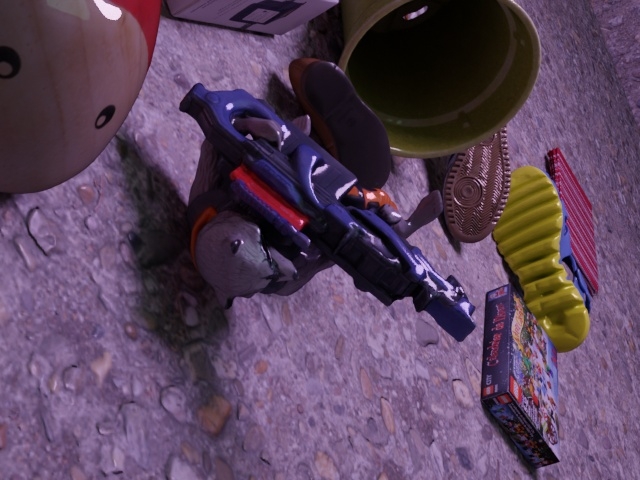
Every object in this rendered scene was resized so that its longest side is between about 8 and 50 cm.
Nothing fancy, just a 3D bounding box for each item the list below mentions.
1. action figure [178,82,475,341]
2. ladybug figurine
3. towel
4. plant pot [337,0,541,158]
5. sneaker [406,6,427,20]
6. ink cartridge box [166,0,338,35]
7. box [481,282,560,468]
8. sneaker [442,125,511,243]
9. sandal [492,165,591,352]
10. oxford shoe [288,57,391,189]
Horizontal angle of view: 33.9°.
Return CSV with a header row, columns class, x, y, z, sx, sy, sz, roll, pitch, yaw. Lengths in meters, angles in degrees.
class,x,y,z,sx,sy,sz,roll,pitch,yaw
action figure,0.000,0.000,1.037,0.341,0.178,0.330,44,29,11
ladybug figurine,-0.238,-0.257,0.811,0.305,0.161,0.450,21,51,-55
towel,0.524,-0.043,2.181,0.199,0.031,0.275,51,32,-32
plant pot,0.134,-0.299,1.460,0.276,0.276,0.254,41,24,-40
sneaker,0.234,-0.302,1.757,0.099,0.121,0.263,7,63,-59
ink cartridge box,-0.096,-0.341,1.206,0.237,0.100,0.172,-11,79,-63
box,0.299,0.197,1.558,0.159,0.044,0.233,52,30,-27
sneaker,0.231,-0.132,1.638,0.153,0.099,0.282,153,-58,-83
sandal,0.377,0.031,1.767,0.138,0.126,0.318,5,73,-64
oxford shoe,0.025,-0.147,1.317,0.076,0.076,0.212,36,-19,52
